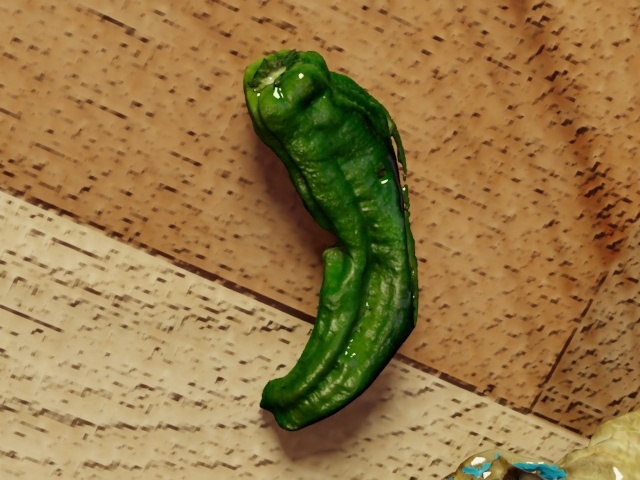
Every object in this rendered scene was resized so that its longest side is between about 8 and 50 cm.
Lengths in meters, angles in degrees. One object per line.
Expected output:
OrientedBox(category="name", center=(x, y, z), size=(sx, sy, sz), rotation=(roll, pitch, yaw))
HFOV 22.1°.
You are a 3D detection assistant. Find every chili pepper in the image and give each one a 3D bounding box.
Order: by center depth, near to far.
OrientedBox(category="chili pepper", center=(0.006, 0.001, 0.733), size=(0.073, 0.050, 0.182), rotation=(-8, 111, -13))

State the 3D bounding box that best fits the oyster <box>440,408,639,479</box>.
OrientedBox(category="oyster", center=(0.088, 0.198, 0.792), size=(0.223, 0.083, 0.214), rotation=(-7, 100, 12))
